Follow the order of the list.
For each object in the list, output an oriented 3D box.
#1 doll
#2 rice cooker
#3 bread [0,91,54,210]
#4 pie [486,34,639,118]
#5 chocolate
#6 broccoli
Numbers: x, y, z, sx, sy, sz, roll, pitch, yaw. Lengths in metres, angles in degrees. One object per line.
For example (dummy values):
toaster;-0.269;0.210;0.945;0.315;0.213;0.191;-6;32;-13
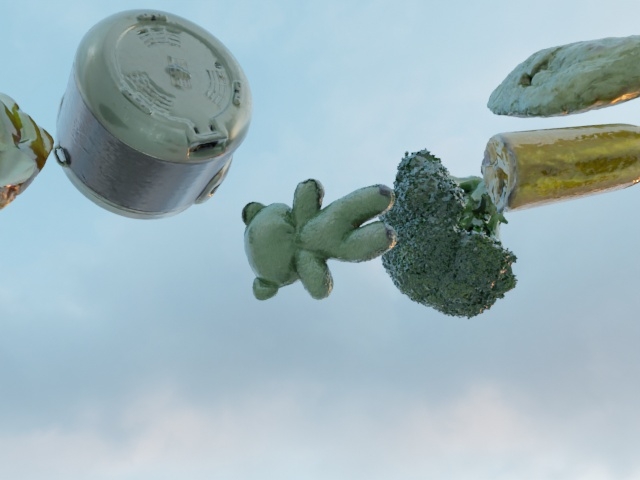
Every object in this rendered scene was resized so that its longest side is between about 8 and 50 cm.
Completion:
doll;0.000;0.000;0.507;0.150;0.115;0.077;-13;-18;26
rice cooker;-0.270;-0.192;0.907;0.288;0.288;0.277;23;-35;-21
bread;-0.398;-0.095;0.554;0.158;0.261;0.156;-8;-50;21
pie;0.325;-0.206;0.702;0.201;0.248;0.090;-14;-77;-2
chocolate;0.277;-0.080;0.553;0.219;0.086;0.086;-8;-59;-4
broccoli;0.204;-0.008;0.897;0.241;0.269;0.262;-38;-44;-29
